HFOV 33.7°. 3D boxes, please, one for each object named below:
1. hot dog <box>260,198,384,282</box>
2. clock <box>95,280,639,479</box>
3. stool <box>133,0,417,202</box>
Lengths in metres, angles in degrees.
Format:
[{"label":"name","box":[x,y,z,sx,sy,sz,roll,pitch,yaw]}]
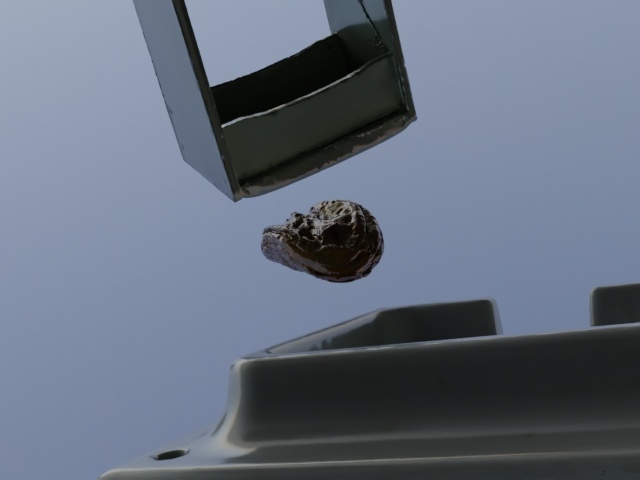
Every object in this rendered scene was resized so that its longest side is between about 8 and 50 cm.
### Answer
[{"label":"hot dog","box":[0.000,0.000,0.593,0.058,0.035,0.083,-23,-162,-25]},{"label":"clock","box":[0.075,0.078,0.427,0.262,0.231,0.116,-9,-95,24]},{"label":"stool","box":[-0.055,-0.221,1.200,0.244,0.269,0.170,-25,-150,-18]}]
